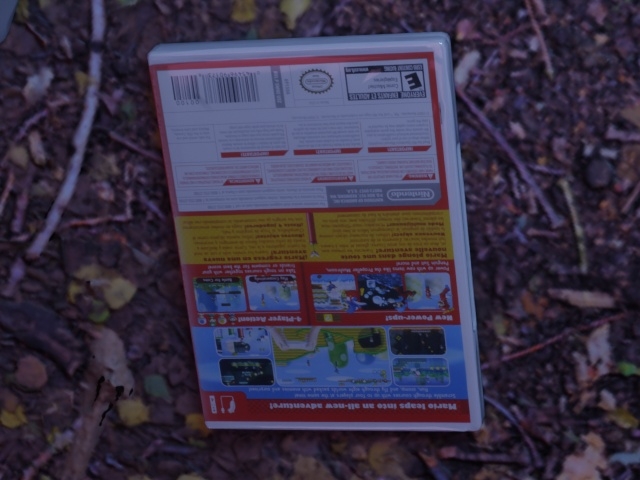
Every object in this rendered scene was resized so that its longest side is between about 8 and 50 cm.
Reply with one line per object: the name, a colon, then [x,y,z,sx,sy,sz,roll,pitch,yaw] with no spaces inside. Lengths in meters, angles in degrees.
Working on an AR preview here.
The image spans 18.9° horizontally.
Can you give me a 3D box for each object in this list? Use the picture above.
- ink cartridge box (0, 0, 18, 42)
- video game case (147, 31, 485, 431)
ink cartridge box: [-0.309,-0.188,1.235,0.212,0.154,0.093,23,117,3]
video game case: [0.000,0.000,1.313,0.204,0.025,0.285,-1,113,14]
